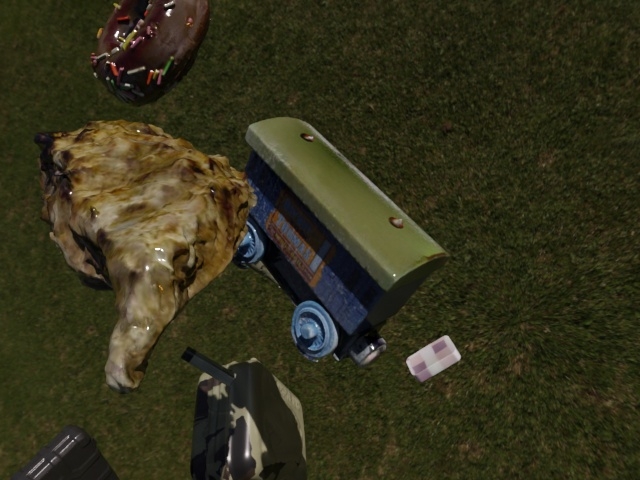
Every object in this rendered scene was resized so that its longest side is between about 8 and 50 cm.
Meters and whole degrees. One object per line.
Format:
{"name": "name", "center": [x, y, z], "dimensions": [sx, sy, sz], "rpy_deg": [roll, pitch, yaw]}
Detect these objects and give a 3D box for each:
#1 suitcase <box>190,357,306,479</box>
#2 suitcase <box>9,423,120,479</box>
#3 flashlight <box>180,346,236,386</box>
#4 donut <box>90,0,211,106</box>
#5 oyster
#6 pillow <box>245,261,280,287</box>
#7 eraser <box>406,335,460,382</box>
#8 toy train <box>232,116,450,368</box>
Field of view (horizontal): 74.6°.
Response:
{"name": "suitcase", "center": [-0.145, 0.484, 0.980], "dimensions": [0.194, 0.351, 0.339], "rpy_deg": [-17, 47, 11]}
{"name": "suitcase", "center": [-0.538, 0.556, 0.890], "dimensions": [0.066, 0.206, 0.285], "rpy_deg": [9, 125, 28]}
{"name": "flashlight", "center": [-0.163, 0.183, 0.613], "dimensions": [0.083, 0.018, 0.018], "rpy_deg": [34, 89, -10]}
{"name": "donut", "center": [-0.314, -0.372, 0.765], "dimensions": [0.270, 0.103, 0.269], "rpy_deg": [-15, 62, 29]}
{"name": "oyster", "center": [-0.174, -0.047, 0.418], "dimensions": [0.204, 0.111, 0.396], "rpy_deg": [-37, 49, -19]}
{"name": "pillow", "center": [-0.169, 0.032, 1.135], "dimensions": [0.241, 0.051, 0.093], "rpy_deg": [38, 63, -11]}
{"name": "eraser", "center": [0.234, 0.247, 0.876], "dimensions": [0.105, 0.065, 0.026], "rpy_deg": [-34, 109, 8]}
{"name": "toy train", "center": [0.000, 0.000, 0.530], "dimensions": [0.299, 0.131, 0.202], "rpy_deg": [47, 127, 26]}
